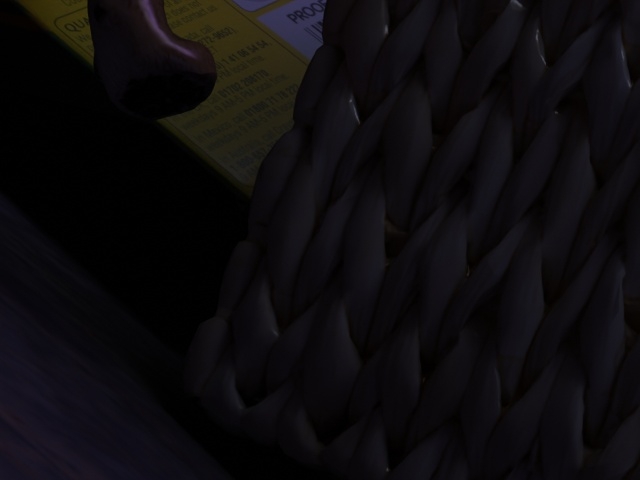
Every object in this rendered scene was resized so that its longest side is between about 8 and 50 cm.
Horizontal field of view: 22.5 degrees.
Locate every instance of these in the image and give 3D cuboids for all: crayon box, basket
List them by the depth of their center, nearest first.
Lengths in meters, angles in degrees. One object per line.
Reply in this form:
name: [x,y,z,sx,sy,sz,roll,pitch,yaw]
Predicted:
basket: [0.166,-0.013,0.563,0.266,0.328,0.331,18,-6,25]
crayon box: [-0.095,-0.122,0.710,0.318,0.081,0.202,41,42,16]

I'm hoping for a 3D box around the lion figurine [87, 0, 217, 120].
lion figurine: [-0.139,-0.164,0.438,0.392,0.142,0.240,50,25,-68]
